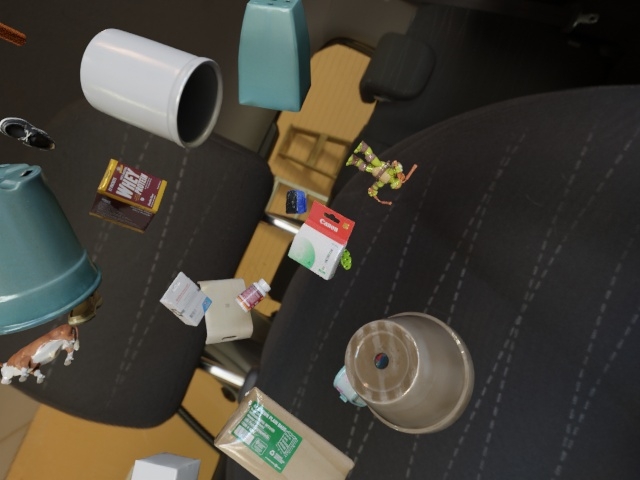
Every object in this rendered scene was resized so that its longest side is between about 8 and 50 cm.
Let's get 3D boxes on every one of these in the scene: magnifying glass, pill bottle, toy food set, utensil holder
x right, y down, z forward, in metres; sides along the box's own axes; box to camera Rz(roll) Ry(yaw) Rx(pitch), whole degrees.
[{"bbox_3d":[-0.697,-0.448,0.831,0.092,0.026,0.231,-50,-1,8],"label":"magnifying glass"},{"bbox_3d":[-0.299,0.244,1.839,0.152,0.086,0.086,-41,-7,-15],"label":"pill bottle"},{"bbox_3d":[-0.461,0.327,1.971,0.092,0.219,0.307,-46,53,49],"label":"toy food set"},{"bbox_3d":[-0.604,-0.559,1.510,0.327,0.384,0.328,23,-90,-84],"label":"utensil holder"}]

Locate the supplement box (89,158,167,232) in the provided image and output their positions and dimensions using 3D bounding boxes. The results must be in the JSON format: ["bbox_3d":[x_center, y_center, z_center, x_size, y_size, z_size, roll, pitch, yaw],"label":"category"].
[{"bbox_3d":[-0.673,-0.149,1.442,0.194,0.191,0.129,-34,41,48],"label":"supplement box"}]

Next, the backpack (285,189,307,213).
[{"bbox_3d":[-0.121,-0.194,2.061,0.101,0.097,0.120,-8,-83,-51],"label":"backpack"}]

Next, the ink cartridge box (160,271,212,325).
[{"bbox_3d":[-0.458,0.194,1.380,0.180,0.060,0.104,60,-134,-40],"label":"ink cartridge box"}]

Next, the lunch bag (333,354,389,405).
[{"bbox_3d":[0.158,0.460,1.413,0.224,0.108,0.279,-45,-32,-7],"label":"lunch bag"}]

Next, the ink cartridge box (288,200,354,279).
[{"bbox_3d":[0.000,0.000,1.453,0.056,0.180,0.225,-24,-41,-57],"label":"ink cartridge box"}]

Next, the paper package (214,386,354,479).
[{"bbox_3d":[-0.111,0.568,1.119,0.168,0.324,0.309,-52,-3,-27],"label":"paper package"}]

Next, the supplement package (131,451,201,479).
[{"bbox_3d":[-0.571,0.940,1.465,0.177,0.175,0.293,54,-138,-68],"label":"supplement package"}]

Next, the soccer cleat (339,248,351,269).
[{"bbox_3d":[0.072,0.044,1.710,0.060,0.179,0.072,-41,24,-24],"label":"soccer cleat"}]

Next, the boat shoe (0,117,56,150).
[{"bbox_3d":[-0.647,-0.232,0.915,0.046,0.038,0.125,-51,-10,-2],"label":"boat shoe"}]

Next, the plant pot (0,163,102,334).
[{"bbox_3d":[-0.793,0.000,1.052,0.341,0.340,0.335,-67,-25,-59],"label":"plant pot"}]

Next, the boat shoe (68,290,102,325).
[{"bbox_3d":[-0.692,0.184,1.200,0.190,0.068,0.072,-144,49,-68],"label":"boat shoe"}]

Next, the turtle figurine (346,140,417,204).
[{"bbox_3d":[0.208,-0.246,1.409,0.087,0.217,0.269,-54,3,-24],"label":"turtle figurine"}]

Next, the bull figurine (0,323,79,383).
[{"bbox_3d":[-1.080,0.448,1.583,0.310,0.188,0.101,-41,-42,-23],"label":"bull figurine"}]

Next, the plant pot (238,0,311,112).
[{"bbox_3d":[-0.112,-0.480,1.039,0.235,0.165,0.166,96,-174,-46],"label":"plant pot"}]

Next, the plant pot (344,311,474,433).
[{"bbox_3d":[0.204,0.327,1.058,0.280,0.322,0.324,34,-103,-53],"label":"plant pot"}]
